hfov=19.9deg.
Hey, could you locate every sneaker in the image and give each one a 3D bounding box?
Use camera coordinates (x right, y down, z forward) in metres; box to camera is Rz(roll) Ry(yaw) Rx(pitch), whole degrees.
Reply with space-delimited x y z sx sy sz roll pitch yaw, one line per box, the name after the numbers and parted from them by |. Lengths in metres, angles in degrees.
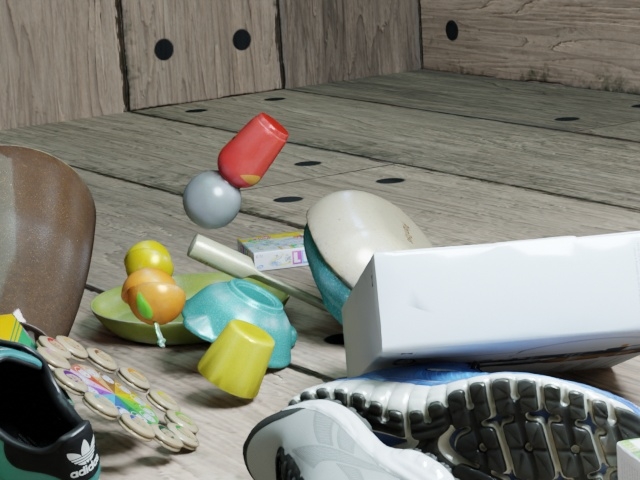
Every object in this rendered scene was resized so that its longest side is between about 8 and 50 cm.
0.006 0.200 1.469 0.108 0.100 0.271 -17 18 -29 | sneaker
-0.301 0.116 1.566 0.302 0.121 0.108 34 46 19 | sneaker
0.139 0.152 1.571 0.330 0.129 0.147 3 17 29 | sneaker

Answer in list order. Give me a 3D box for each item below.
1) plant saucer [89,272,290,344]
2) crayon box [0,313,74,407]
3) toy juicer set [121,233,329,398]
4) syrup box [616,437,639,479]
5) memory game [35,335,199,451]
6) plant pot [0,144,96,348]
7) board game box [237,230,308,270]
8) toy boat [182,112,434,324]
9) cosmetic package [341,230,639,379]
-0.153 0.083 2.172 0.241 0.037 0.241 -4 13 1 | plant saucer
-0.386 0.161 1.671 0.278 0.081 0.165 -10 33 -27 | crayon box
-0.120 0.076 1.993 0.209 0.089 0.329 30 14 7 | toy juicer set
0.301 0.215 1.314 0.093 0.096 0.237 -8 13 -12 | syrup box
-0.192 0.143 1.729 0.186 0.012 0.186 33 8 -5 | memory game
-0.346 0.048 1.992 0.215 0.215 0.230 -5 41 -7 | plant pot
-0.028 0.011 2.489 0.154 0.026 0.103 -7 13 -15 | board game box
0.000 0.000 2.088 0.318 0.148 0.267 38 13 -8 | toy boat
0.175 0.071 1.724 0.284 0.097 0.377 -2 -9 -3 | cosmetic package
